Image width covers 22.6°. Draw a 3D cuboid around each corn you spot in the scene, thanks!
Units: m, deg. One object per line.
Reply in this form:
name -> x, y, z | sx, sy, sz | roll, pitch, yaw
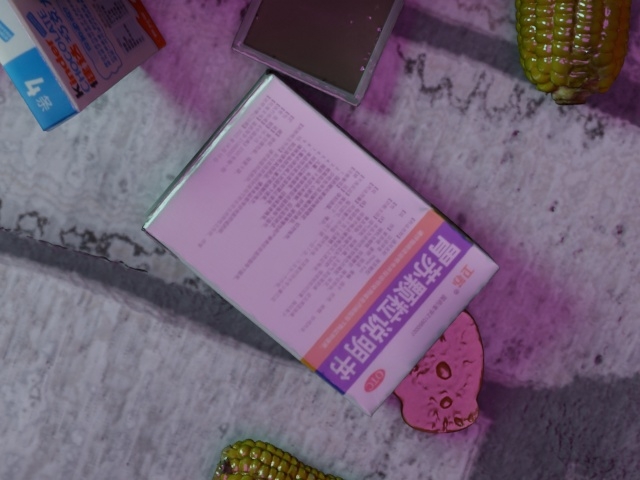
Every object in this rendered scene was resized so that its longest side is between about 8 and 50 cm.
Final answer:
corn -> 0.028, 0.299, 1.662 | 0.313, 0.102, 0.102 | 25, 97, -9
corn -> 0.250, -0.313, 1.565 | 0.120, 0.120, 0.363 | 1, 96, -5

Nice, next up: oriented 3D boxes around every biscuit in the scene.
biscuit -> 0.113, 0.132, 1.678 | 0.118, 0.023, 0.140 | 7, 99, -3

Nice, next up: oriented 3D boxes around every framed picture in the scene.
framed picture -> 0.010, -0.243, 1.592 | 0.142, 0.011, 0.183 | 23, 87, -9

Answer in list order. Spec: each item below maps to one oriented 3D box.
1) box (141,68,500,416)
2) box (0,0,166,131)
box -> 0.000, 0.000, 1.594 | 0.299, 0.106, 0.200 | 40, 95, -7
box -> -0.262, -0.255, 1.455 | 0.048, 0.265, 0.273 | -27, 101, 19
